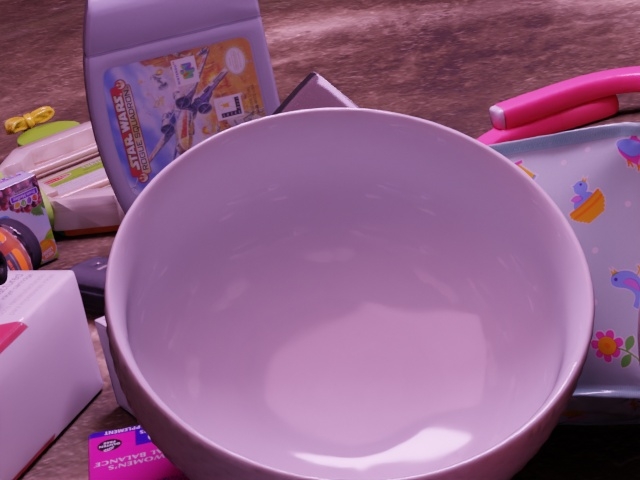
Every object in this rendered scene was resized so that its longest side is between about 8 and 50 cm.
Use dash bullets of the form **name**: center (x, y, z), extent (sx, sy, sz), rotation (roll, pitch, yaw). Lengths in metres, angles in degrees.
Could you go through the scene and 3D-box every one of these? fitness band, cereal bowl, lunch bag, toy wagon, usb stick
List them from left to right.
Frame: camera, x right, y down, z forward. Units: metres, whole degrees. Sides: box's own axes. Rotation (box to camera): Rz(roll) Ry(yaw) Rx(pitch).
- **toy wagon**: center (-0.272, -0.095, 2.207), extent (0.267, 0.068, 0.344), rotation (-23, 25, -27)
- **usb stick**: center (-0.146, 0.055, 1.817), extent (0.278, 0.045, 0.077), rotation (8, 30, 40)
- **cereal bowl**: center (0.018, 0.071, 1.313), extent (0.339, 0.141, 0.339), rotation (2, 50, -2)
- **lunch bag**: center (0.160, 0.037, 1.467), extent (0.262, 0.223, 0.160), rotation (-5, -14, 28)
- **fitness band**: center (0.300, -0.121, 2.011), extent (0.291, 0.054, 0.209), rotation (-20, 24, -16)

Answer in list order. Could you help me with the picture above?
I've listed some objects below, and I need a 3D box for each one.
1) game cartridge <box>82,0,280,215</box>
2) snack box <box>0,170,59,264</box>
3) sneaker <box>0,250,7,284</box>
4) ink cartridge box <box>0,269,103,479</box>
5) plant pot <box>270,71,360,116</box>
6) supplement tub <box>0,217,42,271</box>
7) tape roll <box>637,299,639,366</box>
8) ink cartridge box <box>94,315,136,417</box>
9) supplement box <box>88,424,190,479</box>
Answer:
- **game cartridge**: center (-0.141, -0.134, 1.935), extent (0.198, 0.297, 0.062), rotation (-16, 19, -10)
- **snack box**: center (-0.360, -0.003, 1.985), extent (0.141, 0.100, 0.037), rotation (-26, 26, -30)
- **sneaker**: center (-0.343, 0.054, 1.541), extent (0.106, 0.078, 0.234), rotation (-1, 23, 26)
- **ink cartridge box**: center (-0.385, 0.127, 1.654), extent (0.306, 0.131, 0.226), rotation (0, 26, 22)
- **plant pot**: center (0.000, 0.000, 1.664), extent (0.167, 0.187, 0.188), rotation (-40, 64, -19)
- **supplement tub**: center (-0.359, 0.048, 1.859), extent (0.106, 0.106, 0.198), rotation (0, 25, 26)
- **tape roll**: center (0.367, 0.057, 1.312), extent (0.246, 0.246, 0.169), rotation (-27, 27, -33)
- **ink cartridge box**: center (-0.130, 0.094, 1.660), extent (0.122, 0.088, 0.052), rotation (-21, 21, -24)
- **supplement box**: center (-0.101, 0.224, 1.315), extent (0.111, 0.114, 0.220), rotation (-12, 24, -3)
